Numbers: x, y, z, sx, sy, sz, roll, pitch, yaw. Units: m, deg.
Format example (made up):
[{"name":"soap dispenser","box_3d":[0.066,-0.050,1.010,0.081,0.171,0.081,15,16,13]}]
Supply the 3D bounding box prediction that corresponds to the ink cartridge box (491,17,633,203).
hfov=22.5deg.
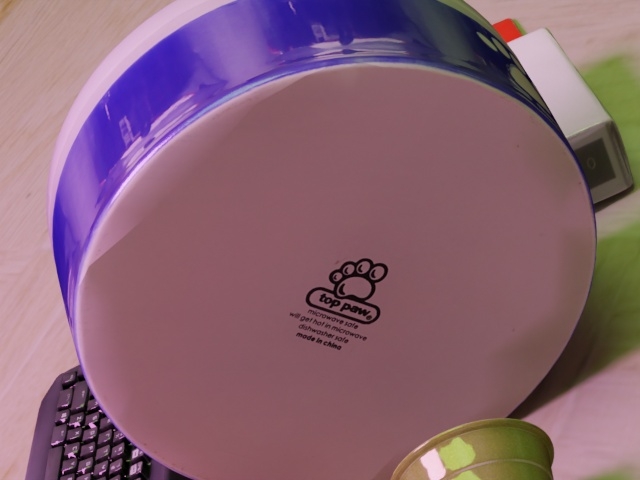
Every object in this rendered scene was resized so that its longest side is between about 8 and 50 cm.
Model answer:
[{"name":"ink cartridge box","box_3d":[0.028,-0.057,1.021,0.275,0.060,0.239,-24,36,3]}]

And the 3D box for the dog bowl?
[{"name":"dog bowl","box_3d":[0.000,0.000,0.811,0.265,0.265,0.104,-30,37,5]}]

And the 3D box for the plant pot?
[{"name":"plant pot","box_3d":[0.082,0.140,0.750,0.083,0.083,0.079,-27,48,9]}]

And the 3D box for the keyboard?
[{"name":"keyboard","box_3d":[-0.096,0.156,0.906,0.202,0.033,0.317,-22,37,16]}]
